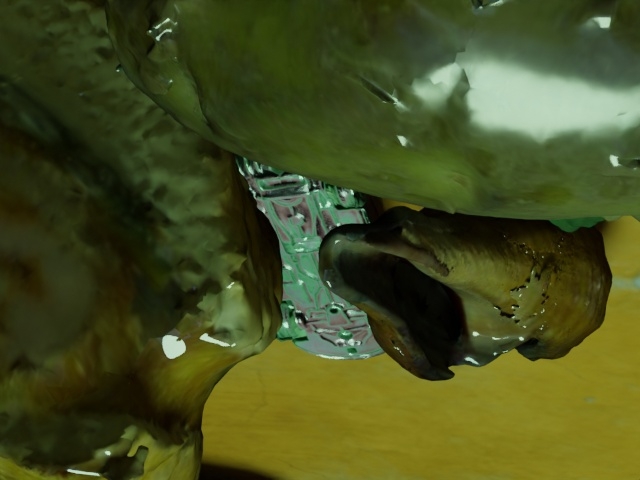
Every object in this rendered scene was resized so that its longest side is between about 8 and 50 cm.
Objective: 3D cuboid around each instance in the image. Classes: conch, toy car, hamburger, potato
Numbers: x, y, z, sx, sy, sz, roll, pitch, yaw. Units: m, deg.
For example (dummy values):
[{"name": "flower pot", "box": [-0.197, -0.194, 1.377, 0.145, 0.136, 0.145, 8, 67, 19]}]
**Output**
[{"name": "conch", "box": [0.060, 0.014, 0.632, 0.232, 0.080, 0.086, 2, 119, -43]}, {"name": "toy car", "box": [0.000, 0.000, 0.689, 0.069, 0.055, 0.142, -7, 133, 17]}, {"name": "hamburger", "box": [-0.148, -0.011, 0.607, 0.330, 0.162, 0.209, 30, 164, 19]}, {"name": "potato", "box": [0.081, -0.073, 0.447, 0.296, 0.141, 0.191, 1, -178, 3]}]

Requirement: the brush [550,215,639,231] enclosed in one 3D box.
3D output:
[{"name": "brush", "box": [0.140, -0.016, 0.618, 0.282, 0.048, 0.054, 29, 148, -25]}]
